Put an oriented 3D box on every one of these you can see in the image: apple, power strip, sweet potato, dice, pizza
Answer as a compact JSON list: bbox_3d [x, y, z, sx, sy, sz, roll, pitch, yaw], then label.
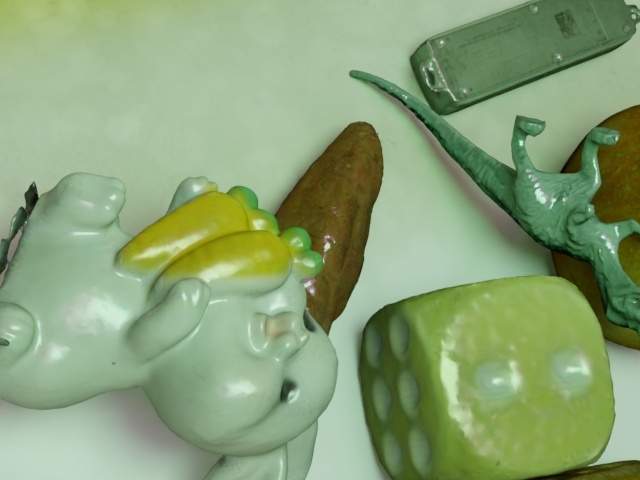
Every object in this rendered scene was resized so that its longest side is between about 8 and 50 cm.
[{"bbox_3d":[0.326,-0.008,1.143,0.237,0.207,0.237,17,55,-25],"label":"apple"},{"bbox_3d":[0.208,-0.200,1.213,0.272,0.052,0.078,-23,86,-22],"label":"power strip"},{"bbox_3d":[0.000,0.000,1.067,0.097,0.097,0.251,30,71,-11],"label":"sweet potato"},{"bbox_3d":[0.143,0.129,1.045,0.169,0.166,0.169,-5,78,-21],"label":"dice"},{"bbox_3d":[0.213,0.242,1.073,0.246,0.127,0.058,-3,80,-36],"label":"pizza"}]

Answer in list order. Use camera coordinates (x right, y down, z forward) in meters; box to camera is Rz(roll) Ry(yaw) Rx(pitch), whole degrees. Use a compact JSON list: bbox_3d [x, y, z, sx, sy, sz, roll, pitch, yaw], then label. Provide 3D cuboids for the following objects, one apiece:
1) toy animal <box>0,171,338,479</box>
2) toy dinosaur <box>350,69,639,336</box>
[{"bbox_3d":[-0.115,0.091,0.929,0.310,0.247,0.183,23,29,-13],"label":"toy animal"},{"bbox_3d":[0.190,-0.081,1.073,0.076,0.129,0.383,-4,47,-48],"label":"toy dinosaur"}]
